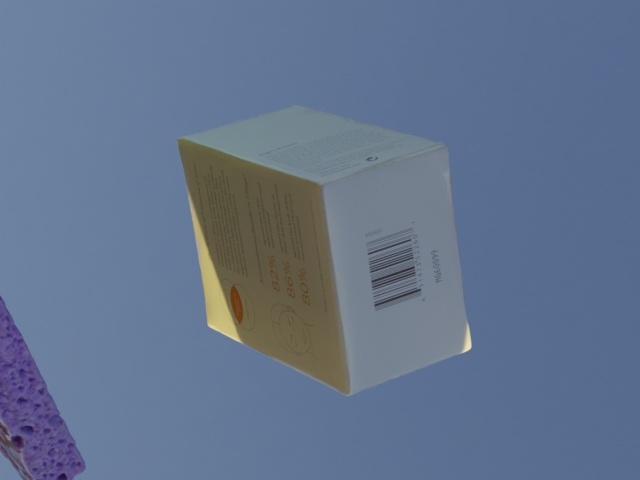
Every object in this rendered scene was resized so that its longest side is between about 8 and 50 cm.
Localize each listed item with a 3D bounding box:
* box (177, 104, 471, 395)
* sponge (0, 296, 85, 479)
[{"bbox_3d":[0.000,0.000,1.106,0.170,0.091,0.130,22,-55,56],"label":"box"},{"bbox_3d":[-0.178,0.031,0.873,0.117,0.031,0.210,41,-20,32],"label":"sponge"}]
